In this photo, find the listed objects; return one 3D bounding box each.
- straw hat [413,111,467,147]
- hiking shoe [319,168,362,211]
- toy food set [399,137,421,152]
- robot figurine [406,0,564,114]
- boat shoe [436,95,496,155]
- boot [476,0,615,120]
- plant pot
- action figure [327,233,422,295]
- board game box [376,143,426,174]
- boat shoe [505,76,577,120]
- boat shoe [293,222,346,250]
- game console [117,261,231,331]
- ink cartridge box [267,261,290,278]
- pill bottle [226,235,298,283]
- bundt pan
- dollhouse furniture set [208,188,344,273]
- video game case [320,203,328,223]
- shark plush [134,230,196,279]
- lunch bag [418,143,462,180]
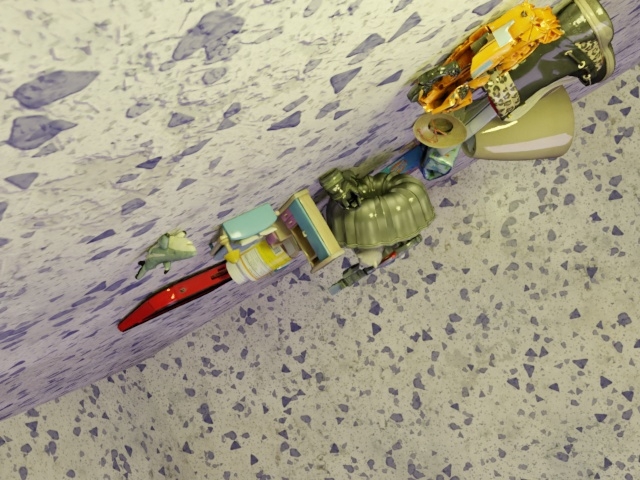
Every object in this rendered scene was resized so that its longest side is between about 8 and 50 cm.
[{"bbox_3d":[0.311,-0.304,1.593,0.144,0.144,0.061,-39,-153,59],"label":"straw hat"},{"bbox_3d":[0.065,-0.125,1.670,0.086,0.114,0.227,-31,174,18],"label":"hiking shoe"},{"bbox_3d":[0.295,-0.294,1.843,0.078,0.019,0.122,-27,173,-33],"label":"toy food set"},{"bbox_3d":[0.302,-0.335,1.180,0.291,0.085,0.211,-35,172,38],"label":"robot figurine"},{"bbox_3d":[0.384,-0.323,1.647,0.109,0.094,0.302,-38,180,-31],"label":"boat shoe"},{"bbox_3d":[0.521,-0.394,1.433,0.284,0.138,0.377,-32,166,18],"label":"boot"},{"bbox_3d":[0.560,-0.341,1.844,0.274,0.256,0.256,-15,172,-10],"label":"plant pot"},{"bbox_3d":[0.129,0.009,1.928,0.341,0.178,0.330,-35,-164,13],"label":"action figure"},{"bbox_3d":[0.297,-0.257,2.048,0.210,0.047,0.160,-33,174,42],"label":"board game box"},{"bbox_3d":[0.604,-0.447,1.647,0.324,0.116,0.097,-39,-171,27],"label":"boat shoe"},{"bbox_3d":[0.004,-0.002,1.956,0.109,0.091,0.305,-27,-159,-30],"label":"boat shoe"},{"bbox_3d":[-0.451,0.175,2.057,0.386,0.060,0.342,-24,177,-45],"label":"game console"},{"bbox_3d":[-0.177,0.071,2.226,0.060,0.104,0.180,-28,174,-23],"label":"ink cartridge box"},{"bbox_3d":[-0.182,0.047,1.919,0.215,0.117,0.117,-31,174,11],"label":"pill bottle"},{"bbox_3d":[0.165,-0.105,1.809,0.331,0.124,0.331,-11,-155,5],"label":"bundt pan"},{"bbox_3d":[-0.147,0.042,1.639,0.303,0.198,0.286,-26,173,-32],"label":"dollhouse furniture set"},{"bbox_3d":[0.125,-0.109,2.199,0.269,0.061,0.244,-18,171,-14],"label":"video game case"},{"bbox_3d":[-0.336,0.040,1.305,0.161,0.067,0.073,-31,175,9],"label":"shark plush"},{"bbox_3d":[0.359,-0.261,1.874,0.151,0.096,0.129,105,9,-76],"label":"lunch bag"}]
